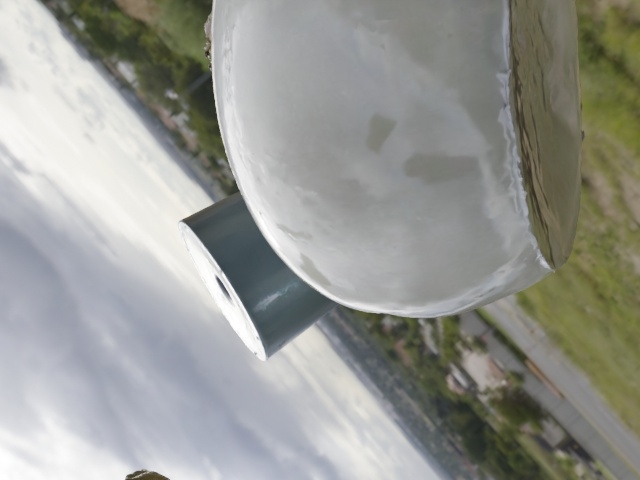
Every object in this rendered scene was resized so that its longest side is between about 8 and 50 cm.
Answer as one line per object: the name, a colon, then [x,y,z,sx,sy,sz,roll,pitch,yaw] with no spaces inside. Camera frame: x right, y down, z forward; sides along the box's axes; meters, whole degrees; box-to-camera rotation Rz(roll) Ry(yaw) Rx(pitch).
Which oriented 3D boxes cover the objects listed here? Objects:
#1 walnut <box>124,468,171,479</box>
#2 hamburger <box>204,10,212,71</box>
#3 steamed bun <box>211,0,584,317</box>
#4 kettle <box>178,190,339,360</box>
walnut: [-0.226,0.373,1.050,0.141,0.238,0.204,42,160,18]
hamburger: [-0.052,-0.275,1.208,0.245,0.155,0.282,35,144,-31]
steamed bun: [0.050,-0.107,0.633,0.206,0.324,0.324,-2,149,24]
kettle: [0.000,0.000,0.994,0.160,0.243,0.210,54,164,16]
